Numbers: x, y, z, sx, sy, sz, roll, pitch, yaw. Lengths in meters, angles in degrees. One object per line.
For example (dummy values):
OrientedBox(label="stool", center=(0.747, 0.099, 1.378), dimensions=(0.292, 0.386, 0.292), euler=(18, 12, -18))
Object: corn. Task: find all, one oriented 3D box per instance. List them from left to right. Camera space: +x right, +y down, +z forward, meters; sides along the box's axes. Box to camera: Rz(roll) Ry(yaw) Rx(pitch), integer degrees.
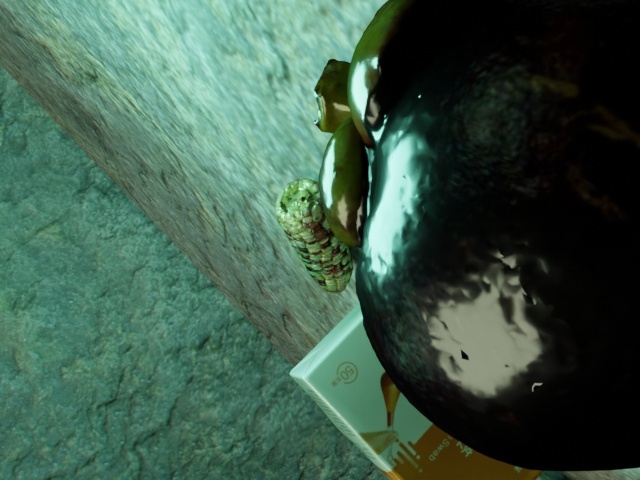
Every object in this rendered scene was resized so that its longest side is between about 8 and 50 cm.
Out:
OrientedBox(label="corn", center=(0.000, 0.000, 1.159), dimensions=(0.086, 0.086, 0.253), euler=(36, 165, 32))

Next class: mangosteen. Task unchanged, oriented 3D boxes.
OrientedBox(label="mangosteen", center=(0.113, -0.023, 0.429), dimensions=(0.302, 0.275, 0.275), euler=(36, 163, 26))

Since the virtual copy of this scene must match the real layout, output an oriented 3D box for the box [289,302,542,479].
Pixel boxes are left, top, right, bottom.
OrientedBox(label="box", center=(0.154, 0.239, 1.111), dimensions=(0.341, 0.225, 0.143), euler=(46, 168, -1))
